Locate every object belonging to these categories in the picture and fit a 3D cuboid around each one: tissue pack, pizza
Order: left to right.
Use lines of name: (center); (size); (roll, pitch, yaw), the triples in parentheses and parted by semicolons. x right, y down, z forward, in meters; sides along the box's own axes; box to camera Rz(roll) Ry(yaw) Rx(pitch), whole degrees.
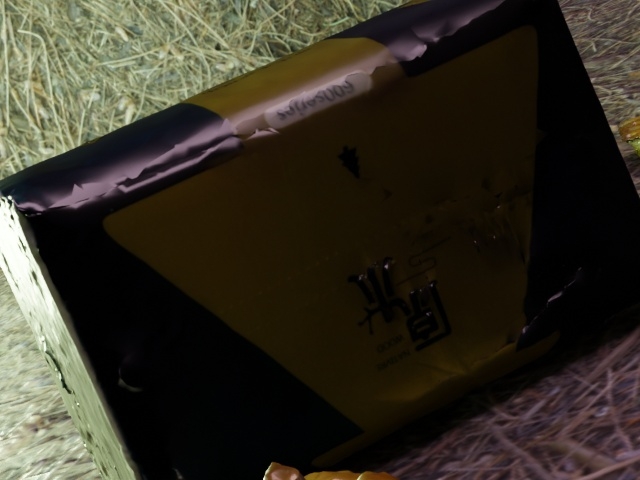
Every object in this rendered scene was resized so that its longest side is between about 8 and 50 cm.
tissue pack: (0.000, 0.000, 1.118); (0.417, 0.264, 0.253); (-25, 10, -17)
pizza: (0.344, -0.103, 1.482); (0.160, 0.035, 0.099); (-9, 17, 47)

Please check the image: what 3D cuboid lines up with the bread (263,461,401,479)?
bread: (-0.038, 0.187, 0.547); (0.340, 0.194, 0.179); (-21, 13, 24)
